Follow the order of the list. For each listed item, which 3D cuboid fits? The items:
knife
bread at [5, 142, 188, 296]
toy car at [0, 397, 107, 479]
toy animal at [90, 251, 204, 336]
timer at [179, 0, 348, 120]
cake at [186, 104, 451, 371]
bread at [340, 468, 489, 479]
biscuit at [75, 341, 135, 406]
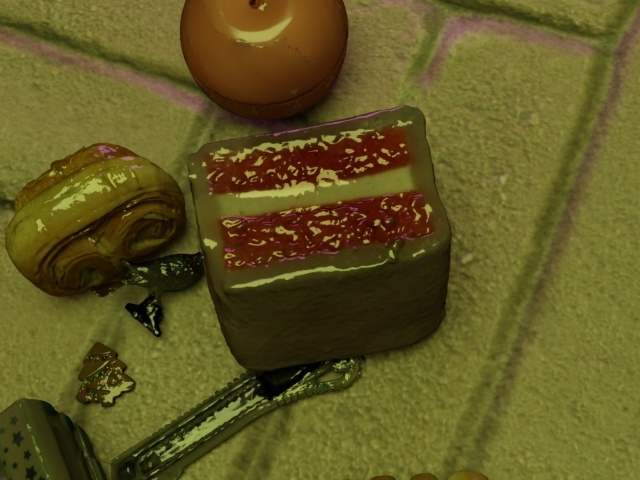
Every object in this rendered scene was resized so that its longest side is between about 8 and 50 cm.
[{"bbox_3d":[-0.111,0.222,1.548,0.365,0.043,0.089,-31,66,-2],"label":"knife"},{"bbox_3d":[-0.298,-0.028,1.591,0.236,0.198,0.120,-31,60,0],"label":"bread"},{"bbox_3d":[-0.430,0.354,1.455,0.336,0.226,0.242,-26,67,-2],"label":"toy car"},{"bbox_3d":[-0.198,0.048,1.614,0.202,0.105,0.070,-31,25,-9],"label":"toy animal"},{"bbox_3d":[-0.075,-0.280,1.643,0.230,0.215,0.229,-1,75,5],"label":"timer"},{"bbox_3d":[0.000,0.000,1.491,0.309,0.230,0.237,-12,57,-1],"label":"cake"},{"bbox_3d":[0.081,0.360,1.419,0.311,0.121,0.172,-11,67,5],"label":"bread"},{"bbox_3d":[-0.289,0.177,1.611,0.082,0.016,0.092,-13,69,6],"label":"biscuit"}]
